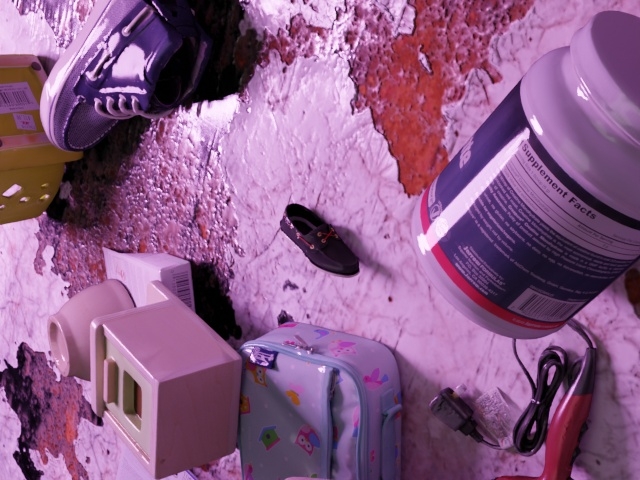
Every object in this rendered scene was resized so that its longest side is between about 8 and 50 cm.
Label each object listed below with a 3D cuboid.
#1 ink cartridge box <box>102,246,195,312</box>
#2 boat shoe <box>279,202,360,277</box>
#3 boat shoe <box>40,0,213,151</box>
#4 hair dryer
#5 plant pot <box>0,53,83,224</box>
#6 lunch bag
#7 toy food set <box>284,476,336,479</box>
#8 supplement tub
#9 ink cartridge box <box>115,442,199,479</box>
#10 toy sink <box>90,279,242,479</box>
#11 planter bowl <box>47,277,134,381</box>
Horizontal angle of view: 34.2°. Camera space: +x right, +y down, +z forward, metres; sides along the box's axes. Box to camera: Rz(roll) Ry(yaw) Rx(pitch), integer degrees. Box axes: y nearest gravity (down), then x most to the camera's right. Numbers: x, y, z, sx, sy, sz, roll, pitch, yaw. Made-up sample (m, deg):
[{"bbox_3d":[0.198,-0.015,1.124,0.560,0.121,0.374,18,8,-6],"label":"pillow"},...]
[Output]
[{"bbox_3d":[-0.254,0.106,1.566,0.225,0.056,0.181,16,115,58],"label":"ink cartridge box"},{"bbox_3d":[-0.001,0.001,1.281,0.133,0.049,0.042,39,134,34],"label":"boat shoe"},{"bbox_3d":[-0.269,-0.205,1.411,0.158,0.127,0.340,57,133,24],"label":"boat shoe"},{"bbox_3d":[0.244,0.241,1.103,0.293,0.080,0.223,56,132,14],"label":"hair dryer"},{"bbox_3d":[-0.517,-0.163,1.601,0.207,0.228,0.227,-36,77,38],"label":"plant pot"},{"bbox_3d":[0.000,0.246,1.315,0.224,0.108,0.279,12,111,41],"label":"lunch bag"},{"bbox_3d":[0.070,0.410,1.240,0.220,0.092,0.306,4,122,12],"label":"toy food set"},{"bbox_3d":[0.226,-0.053,0.950,0.191,0.191,0.272,54,132,17],"label":"supplement tub"},{"bbox_3d":[-0.238,0.402,1.629,0.223,0.045,0.224,37,127,32],"label":"ink cartridge box"},{"bbox_3d":[-0.221,0.176,1.368,0.234,0.131,0.152,37,129,44],"label":"toy sink"},{"bbox_3d":[-0.351,0.148,1.587,0.162,0.109,0.162,30,127,51],"label":"planter bowl"}]
